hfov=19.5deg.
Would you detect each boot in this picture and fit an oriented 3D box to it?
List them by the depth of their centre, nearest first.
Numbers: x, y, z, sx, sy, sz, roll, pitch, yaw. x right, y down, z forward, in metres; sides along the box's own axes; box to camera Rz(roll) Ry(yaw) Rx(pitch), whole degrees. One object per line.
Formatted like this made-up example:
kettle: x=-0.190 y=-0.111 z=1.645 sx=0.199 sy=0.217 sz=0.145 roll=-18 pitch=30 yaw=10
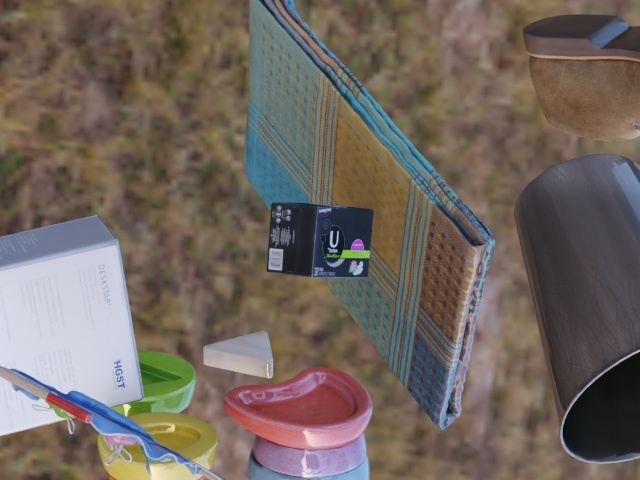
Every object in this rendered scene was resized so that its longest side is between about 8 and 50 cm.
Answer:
boot: x=0.348 y=-0.160 z=1.899 sx=0.112 sy=0.305 sz=0.115 roll=-29 pitch=119 yaw=-42

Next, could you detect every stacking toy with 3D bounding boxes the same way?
stacking toy: x=-0.114 y=0.219 z=1.988 sx=0.309 sy=0.279 sz=0.130 roll=-8 pitch=112 yaw=-25

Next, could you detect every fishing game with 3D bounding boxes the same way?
fishing game: x=-0.190 y=0.161 z=1.584 sx=0.041 sy=0.189 sz=0.264 roll=-62 pitch=151 yaw=-6

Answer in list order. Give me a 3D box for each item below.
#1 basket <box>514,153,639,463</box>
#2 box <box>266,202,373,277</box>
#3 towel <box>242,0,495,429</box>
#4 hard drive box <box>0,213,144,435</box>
basket: x=0.261 y=0.050 z=1.660 sx=0.204 sy=0.154 sz=0.227 roll=115 pitch=-31 yaw=-47
box: x=0.000 y=0.000 z=1.594 sx=0.083 sy=0.052 sz=0.062 roll=1 pitch=94 yaw=-53
towel: x=0.036 y=-0.034 z=1.750 sx=0.040 sy=0.370 sz=0.271 roll=-23 pitch=145 yaw=-23
hard drive box: x=-0.309 y=0.093 z=1.871 sx=0.089 sy=0.232 sz=0.181 roll=-137 pitch=-143 yaw=-63
